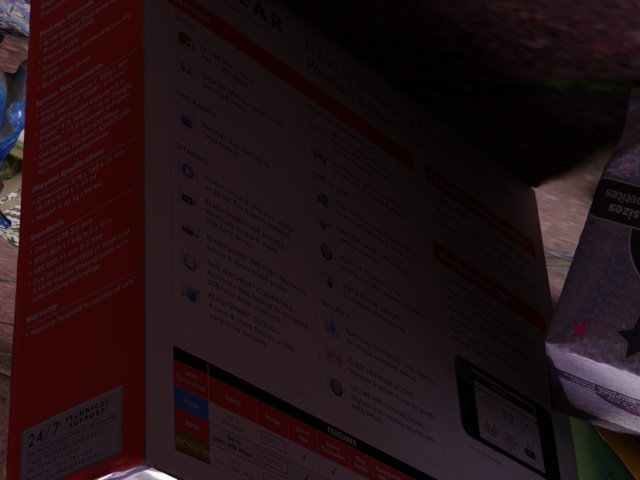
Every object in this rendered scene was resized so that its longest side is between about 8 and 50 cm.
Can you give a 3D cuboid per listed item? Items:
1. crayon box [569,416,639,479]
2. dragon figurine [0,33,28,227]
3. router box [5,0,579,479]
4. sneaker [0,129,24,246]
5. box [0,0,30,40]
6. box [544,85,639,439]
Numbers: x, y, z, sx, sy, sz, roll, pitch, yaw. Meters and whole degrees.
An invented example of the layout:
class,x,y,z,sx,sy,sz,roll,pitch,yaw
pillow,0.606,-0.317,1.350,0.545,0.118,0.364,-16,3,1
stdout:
class,x,y,z,sx,sy,sz,roll,pitch,yaw
crayon box,0.302,0.189,0.920,0.313,0.106,0.363,9,-161,-17
dragon figurine,-0.217,-0.057,1.055,0.085,0.144,0.289,22,-175,-11
router box,0.002,0.043,0.854,0.082,0.301,0.335,-27,139,31
sneaker,-0.327,-0.047,1.266,0.158,0.182,0.410,15,167,24
box,-0.165,-0.144,0.949,0.094,0.027,0.137,16,167,18
box,0.245,0.046,0.830,0.247,0.142,0.163,17,167,14
